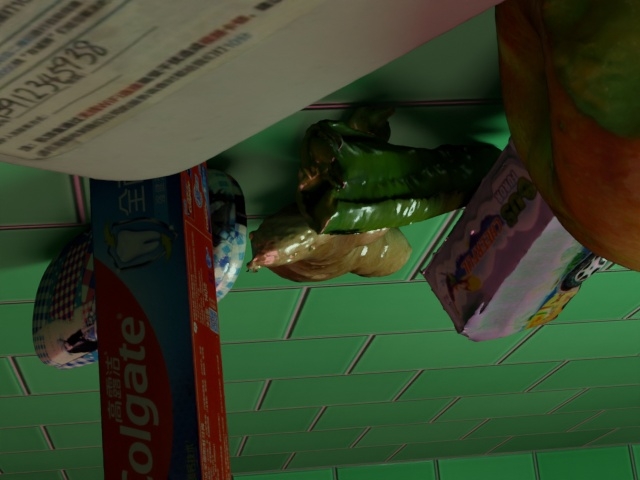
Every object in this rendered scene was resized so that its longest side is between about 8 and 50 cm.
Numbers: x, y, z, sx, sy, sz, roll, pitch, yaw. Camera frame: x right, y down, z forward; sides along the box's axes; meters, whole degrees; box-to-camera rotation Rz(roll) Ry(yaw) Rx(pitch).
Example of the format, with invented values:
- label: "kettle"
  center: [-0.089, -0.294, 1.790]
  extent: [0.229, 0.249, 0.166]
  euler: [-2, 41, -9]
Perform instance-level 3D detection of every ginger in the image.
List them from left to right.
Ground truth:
- label: "ginger"
  center: [0.000, 0.000, 1.119]
  extent: [0.147, 0.081, 0.333]
  euler: [6, 177, 9]

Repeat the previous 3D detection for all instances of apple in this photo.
- label: "apple"
  center: [0.221, -0.106, 0.675]
  extent: [0.226, 0.246, 0.246]
  euler: [-13, 161, -3]

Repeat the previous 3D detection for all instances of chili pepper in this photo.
- label: "chili pepper"
  center: [0.029, -0.063, 1.042]
  extent: [0.043, 0.049, 0.208]
  euler: [18, 162, 1]
- label: "chili pepper"
  center: [0.090, -0.044, 0.996]
  extent: [0.076, 0.085, 0.359]
  euler: [-2, 178, 30]

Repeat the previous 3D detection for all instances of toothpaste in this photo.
- label: "toothpaste"
  center: [-0.120, 0.047, 0.886]
  extent: [0.076, 0.321, 0.066]
  euler: [-12, 159, 13]

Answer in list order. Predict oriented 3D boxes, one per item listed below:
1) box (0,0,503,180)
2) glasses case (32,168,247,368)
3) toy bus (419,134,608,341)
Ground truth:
- label: "box"
  center: [-0.115, -0.152, 0.549]
  extent: [0.396, 0.111, 0.396]
  euler: [-24, 158, 38]
- label: "glasses case"
  center: [-0.178, 0.032, 1.129]
  extent: [0.076, 0.125, 0.327]
  euler: [21, 149, -36]
- label: "toy bus"
  center: [0.191, -0.039, 0.950]
  extent: [0.138, 0.112, 0.317]
  euler: [-21, 155, -28]
